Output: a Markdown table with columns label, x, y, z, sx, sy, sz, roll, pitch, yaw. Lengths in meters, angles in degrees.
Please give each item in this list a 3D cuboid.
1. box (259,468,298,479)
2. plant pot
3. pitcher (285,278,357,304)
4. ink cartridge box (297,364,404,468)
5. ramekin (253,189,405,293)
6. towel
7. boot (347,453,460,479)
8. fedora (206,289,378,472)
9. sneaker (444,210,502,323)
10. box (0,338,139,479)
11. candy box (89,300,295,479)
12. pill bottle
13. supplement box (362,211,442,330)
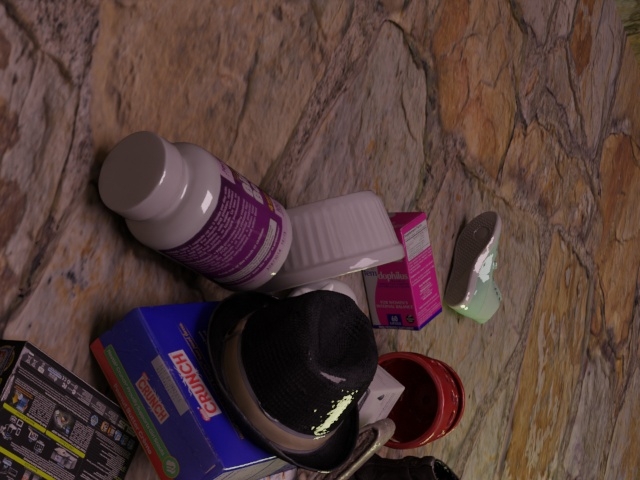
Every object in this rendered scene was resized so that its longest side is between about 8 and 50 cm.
| label | x | y | z | sx | sy | sz | roll | pitch | yaw |
| --- | --- | --- | --- | --- | --- | --- | --- | --- | --- |
| box | -0.140 | 0.378 | 1.762 | 0.203 | 0.114 | 0.103 | -27 | 113 | -56 |
| plant pot | 0.191 | 0.318 | 2.200 | 0.174 | 0.191 | 0.191 | 10 | 82 | -59 |
| pitcher | -0.016 | 0.127 | 1.918 | 0.207 | 0.125 | 0.178 | -32 | 155 | -48 |
| ink cartridge box | 0.019 | 0.305 | 1.955 | 0.237 | 0.100 | 0.172 | 8 | 117 | -57 |
| ramekin | 0.000 | 0.000 | 1.856 | 0.273 | 0.273 | 0.127 | -15 | 91 | -56 |
| towel | 0.011 | 0.406 | 1.874 | 0.282 | 0.049 | 0.187 | -44 | 169 | 5 |
| boot | 0.180 | 0.490 | 2.143 | 0.263 | 0.229 | 0.091 | 54 | 47 | -42 |
| fedora | -0.011 | 0.172 | 1.611 | 0.334 | 0.152 | 0.334 | 38 | 29 | -25 |
| sneaker | 0.380 | 0.067 | 2.572 | 0.151 | 0.094 | 0.256 | 38 | 69 | -44 |
| box | -0.368 | 0.287 | 1.467 | 0.270 | 0.060 | 0.216 | 48 | 52 | -45 |
| candy box | -0.146 | 0.227 | 1.638 | 0.317 | 0.122 | 0.268 | 2 | 52 | -58 |
| pill bottle | -0.186 | -0.045 | 1.646 | 0.301 | 0.169 | 0.169 | 35 | 61 | -52 |
| supplement box | 0.159 | 0.061 | 2.223 | 0.114 | 0.111 | 0.220 | -31 | 115 | -52 |
